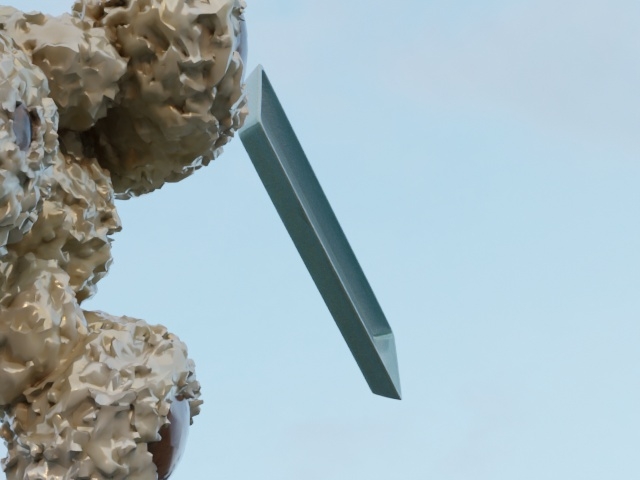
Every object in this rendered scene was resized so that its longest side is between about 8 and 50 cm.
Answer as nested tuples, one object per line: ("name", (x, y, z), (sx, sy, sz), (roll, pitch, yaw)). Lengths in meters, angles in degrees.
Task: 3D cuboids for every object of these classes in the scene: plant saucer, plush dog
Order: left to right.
("plush dog", (-0.157, -0.032, 0.630), (0.211, 0.262, 0.225), (2, -23, 17))
("plant saucer", (0.000, 0.000, 0.870), (0.018, 0.067, 0.192), (-21, -60, 11))
